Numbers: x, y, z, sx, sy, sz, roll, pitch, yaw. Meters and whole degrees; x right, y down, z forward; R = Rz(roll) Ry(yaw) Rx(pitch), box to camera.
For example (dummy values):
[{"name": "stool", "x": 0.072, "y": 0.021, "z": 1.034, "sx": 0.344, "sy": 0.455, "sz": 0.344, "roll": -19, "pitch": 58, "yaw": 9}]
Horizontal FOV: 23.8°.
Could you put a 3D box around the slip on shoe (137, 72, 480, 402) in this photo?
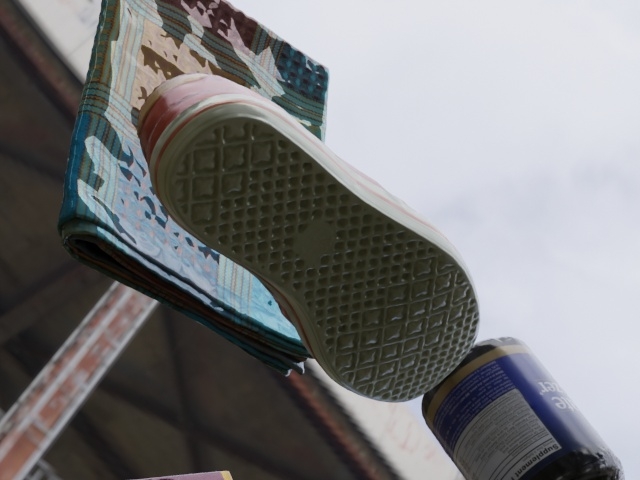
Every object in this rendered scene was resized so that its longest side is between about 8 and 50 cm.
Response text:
[{"name": "slip on shoe", "x": 0.000, "y": 0.000, "z": 0.990, "sx": 0.123, "sy": 0.101, "sz": 0.331, "roll": -44, "pitch": -48, "yaw": 5}]

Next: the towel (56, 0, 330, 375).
[{"name": "towel", "x": -0.100, "y": -0.087, "z": 1.381, "sx": 0.271, "sy": 0.370, "sz": 0.040, "roll": 31, "pitch": -46, "yaw": -30}]

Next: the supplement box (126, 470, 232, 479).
[{"name": "supplement box", "x": -0.164, "y": 0.264, "z": 1.321, "sx": 0.104, "sy": 0.188, "sz": 0.081, "roll": -45, "pitch": -122, "yaw": 35}]

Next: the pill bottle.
[{"name": "pill bottle", "x": 0.194, "y": 0.201, "z": 1.366, "sx": 0.219, "sy": 0.123, "sz": 0.123, "roll": 53, "pitch": -47, "yaw": 36}]
